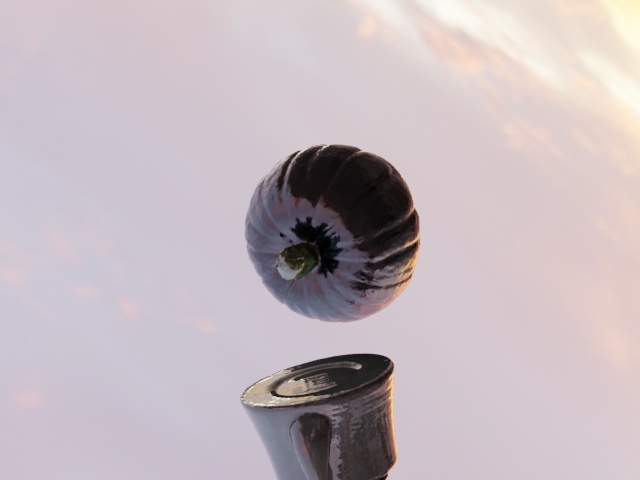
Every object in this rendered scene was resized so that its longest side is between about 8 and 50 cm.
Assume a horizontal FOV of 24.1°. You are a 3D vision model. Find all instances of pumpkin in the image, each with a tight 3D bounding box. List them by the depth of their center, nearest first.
[{"bbox_3d":[0.000,0.000,2.003,0.248,0.248,0.248,36,-165,-11],"label":"pumpkin"}]

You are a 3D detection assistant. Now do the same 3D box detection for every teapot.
[{"bbox_3d":[0.016,0.209,1.558,0.239,0.162,0.149,-51,-52,-75],"label":"teapot"}]
